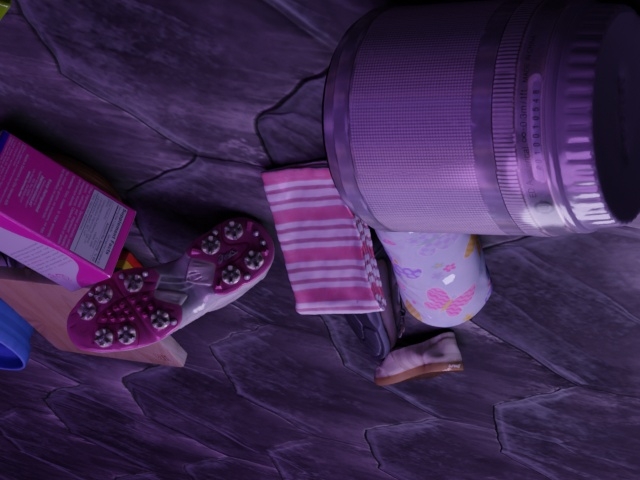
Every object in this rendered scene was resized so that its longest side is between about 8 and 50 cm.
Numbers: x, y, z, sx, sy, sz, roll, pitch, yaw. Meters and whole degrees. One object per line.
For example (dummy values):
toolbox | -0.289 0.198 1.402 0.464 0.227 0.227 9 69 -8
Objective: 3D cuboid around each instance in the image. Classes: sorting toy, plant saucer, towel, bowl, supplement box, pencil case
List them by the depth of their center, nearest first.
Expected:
pencil case | 0.127 0.002 1.634 0.124 0.113 0.273 -9 148 14
towel | 0.000 0.000 1.680 0.144 0.029 0.197 -6 102 43
supplement box | -0.376 -0.035 1.810 0.220 0.114 0.111 35 149 -28
plant saucer | -0.365 -0.070 1.906 0.200 0.037 0.200 14 153 7
sorting toy | -0.365 0.094 2.166 0.255 0.089 0.257 5 151 26
bowl | -0.691 0.118 2.399 0.391 0.077 0.391 18 160 7

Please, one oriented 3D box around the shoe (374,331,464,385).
shoe | 0.148 0.182 2.055 0.076 0.058 0.219 -4 170 -29

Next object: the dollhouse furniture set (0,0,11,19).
dollhouse furniture set | -0.322 -0.368 1.266 0.197 0.151 0.301 12 144 -37

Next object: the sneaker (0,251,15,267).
sneaker | -0.560 0.021 2.147 0.094 0.091 0.258 12 154 13

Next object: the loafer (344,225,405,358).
loafer | 0.081 0.068 1.825 0.109 0.095 0.302 48 169 25

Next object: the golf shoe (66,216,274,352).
golf shoe | -0.198 0.078 1.874 0.306 0.115 0.140 -24 166 -1

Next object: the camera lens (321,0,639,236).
camera lens | 0.155 -0.114 1.269 0.274 0.219 0.219 2 150 31
